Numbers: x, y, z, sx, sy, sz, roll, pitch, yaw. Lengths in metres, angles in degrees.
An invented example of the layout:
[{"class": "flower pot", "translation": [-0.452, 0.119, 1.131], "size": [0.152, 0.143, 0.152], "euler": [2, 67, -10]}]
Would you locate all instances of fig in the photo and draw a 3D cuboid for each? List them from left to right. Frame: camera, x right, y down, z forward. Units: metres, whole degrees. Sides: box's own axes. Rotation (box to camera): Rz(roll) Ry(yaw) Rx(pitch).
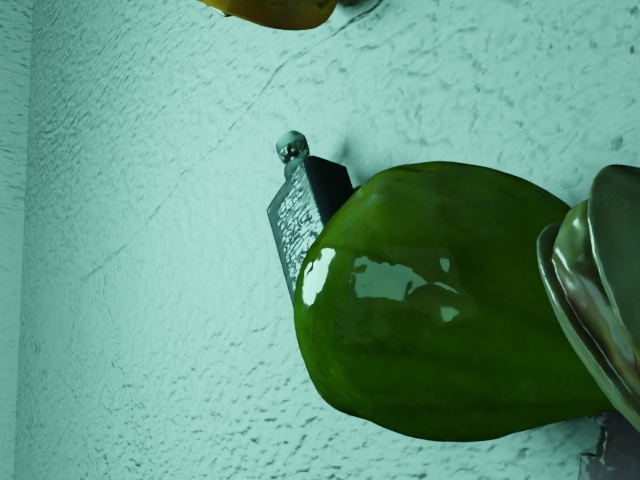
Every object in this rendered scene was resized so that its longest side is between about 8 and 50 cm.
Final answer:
[{"class": "fig", "translation": [0.137, 0.052, 0.697], "size": [0.314, 0.233, 0.233], "euler": [3, 87, 18]}]

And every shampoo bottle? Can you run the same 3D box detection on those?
[{"class": "shampoo bottle", "translation": [0.000, -0.001, 0.950], "size": [0.098, 0.071, 0.310], "euler": [-52, 41, 36]}]

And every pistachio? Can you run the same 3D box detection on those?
[{"class": "pistachio", "translation": [0.213, 0.056, 0.489], "size": [0.215, 0.144, 0.144], "euler": [44, 129, 11]}]

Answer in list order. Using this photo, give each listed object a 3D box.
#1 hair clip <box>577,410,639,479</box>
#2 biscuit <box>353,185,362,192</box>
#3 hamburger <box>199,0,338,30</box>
[{"class": "hair clip", "translation": [0.234, 0.179, 0.626], "size": [0.146, 0.056, 0.187], "euler": [22, 95, 59]}, {"class": "biscuit", "translation": [0.045, 0.044, 0.965], "size": [0.219, 0.033, 0.220], "euler": [-20, 66, 54]}, {"class": "hamburger", "translation": [-0.073, -0.388, 1.003], "size": [0.225, 0.290, 0.291], "euler": [-61, 38, 34]}]
